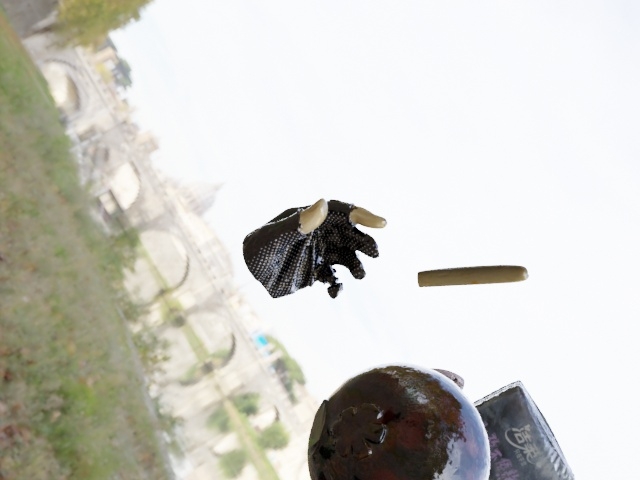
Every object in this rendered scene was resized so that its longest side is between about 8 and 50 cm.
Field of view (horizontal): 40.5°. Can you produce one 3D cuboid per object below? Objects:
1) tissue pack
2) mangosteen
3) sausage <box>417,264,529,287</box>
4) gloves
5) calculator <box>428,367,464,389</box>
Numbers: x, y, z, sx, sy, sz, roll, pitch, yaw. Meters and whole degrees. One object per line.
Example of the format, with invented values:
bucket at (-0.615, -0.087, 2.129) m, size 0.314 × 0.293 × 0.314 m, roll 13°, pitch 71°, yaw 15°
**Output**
tissue pack at (0.348, 0.501, 1.919) m, size 0.259 × 0.361 × 0.122 m, roll 60°, pitch 11°, yaw 4°
mangosteen at (0.123, 0.342, 1.359) m, size 0.311 × 0.311 × 0.311 m, roll 57°, pitch -10°, yaw 16°
sausage at (0.181, 0.042, 1.032) m, size 0.024 × 0.132 × 0.024 m, roll -5°, pitch 90°, yaw -72°
gloves at (0.001, 0.000, 1.091) m, size 0.106 × 0.180 × 0.129 m, roll -78°, pitch 145°, yaw -66°
calculator at (0.266, 0.339, 1.945) m, size 0.100 × 0.032 × 0.175 m, roll 13°, pitch -35°, yaw 7°
